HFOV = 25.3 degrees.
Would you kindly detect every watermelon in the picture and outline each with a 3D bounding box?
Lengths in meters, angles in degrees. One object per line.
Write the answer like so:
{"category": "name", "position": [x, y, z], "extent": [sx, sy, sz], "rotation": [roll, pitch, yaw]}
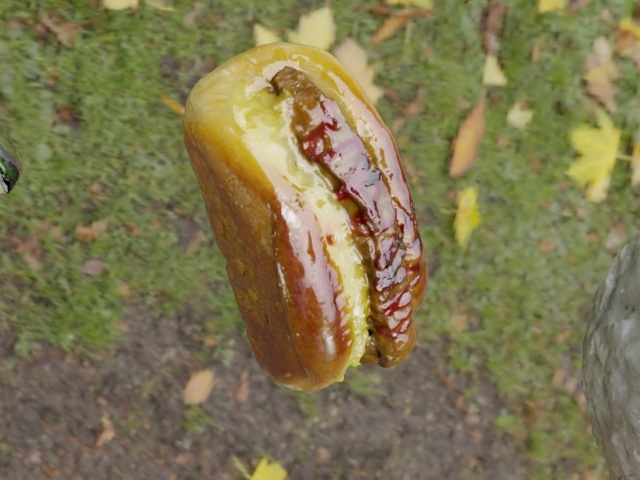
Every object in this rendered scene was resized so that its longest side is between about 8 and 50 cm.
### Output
{"category": "watermelon", "position": [-0.360, -0.086, 1.449], "extent": [0.125, 0.135, 0.094], "rotation": [35, 97, -4]}

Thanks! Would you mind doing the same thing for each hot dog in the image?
{"category": "hot dog", "position": [0.001, -0.001, 1.515], "extent": [0.185, 0.223, 0.405], "rotation": [-29, 126, -19]}

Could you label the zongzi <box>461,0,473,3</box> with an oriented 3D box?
{"category": "zongzi", "position": [0.132, -0.253, 0.890], "extent": [0.160, 0.078, 0.176], "rotation": [-28, 133, -24]}

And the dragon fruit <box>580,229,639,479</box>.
{"category": "dragon fruit", "position": [0.303, 0.063, 0.910], "extent": [0.221, 0.283, 0.204], "rotation": [-43, 121, -73]}
